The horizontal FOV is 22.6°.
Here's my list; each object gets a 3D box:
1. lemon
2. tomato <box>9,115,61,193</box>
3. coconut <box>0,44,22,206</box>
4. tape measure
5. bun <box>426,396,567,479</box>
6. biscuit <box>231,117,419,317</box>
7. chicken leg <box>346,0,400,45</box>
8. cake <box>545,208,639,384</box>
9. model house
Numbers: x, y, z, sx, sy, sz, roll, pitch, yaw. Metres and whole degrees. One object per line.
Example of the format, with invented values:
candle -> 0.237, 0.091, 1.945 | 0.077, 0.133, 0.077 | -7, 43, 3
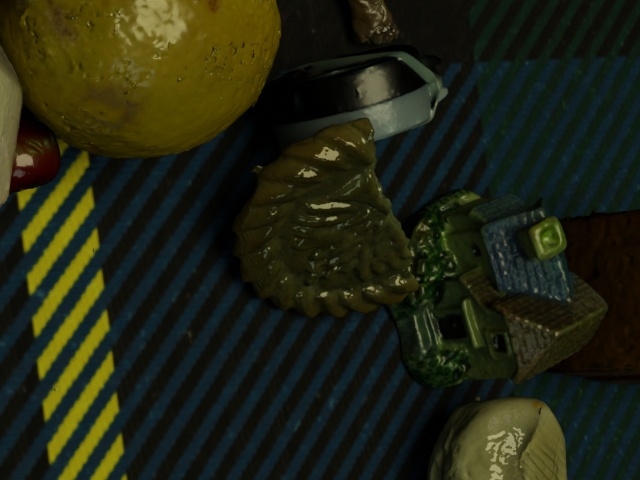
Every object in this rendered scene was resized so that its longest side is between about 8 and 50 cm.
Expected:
lemon -> -0.178, -0.203, 1.497 | 0.310, 0.257, 0.258 | 7, 81, -62
tomato -> -0.289, -0.082, 1.520 | 0.087, 0.087, 0.075 | -13, 90, -37
coconut -> -0.372, -0.091, 1.370 | 0.227, 0.227, 0.231 | 14, 76, -35
tape measure -> 0.032, -0.147, 1.707 | 0.181, 0.182, 0.107 | -25, 105, -33
bun -> 0.199, 0.288, 1.827 | 0.229, 0.145, 0.230 | -6, 90, -68
biscuit -> 0.000, 0.000, 1.681 | 0.187, 0.036, 0.274 | -22, 136, 1
chicken leg -> 0.042, -0.318, 1.795 | 0.125, 0.080, 0.196 | -4, 89, -50
cake -> 0.413, 0.074, 1.971 | 0.293, 0.198, 0.196 | 7, 77, -41
model house -> 0.203, 0.050, 1.815 | 0.195, 0.189, 0.214 | -19, 99, -38
